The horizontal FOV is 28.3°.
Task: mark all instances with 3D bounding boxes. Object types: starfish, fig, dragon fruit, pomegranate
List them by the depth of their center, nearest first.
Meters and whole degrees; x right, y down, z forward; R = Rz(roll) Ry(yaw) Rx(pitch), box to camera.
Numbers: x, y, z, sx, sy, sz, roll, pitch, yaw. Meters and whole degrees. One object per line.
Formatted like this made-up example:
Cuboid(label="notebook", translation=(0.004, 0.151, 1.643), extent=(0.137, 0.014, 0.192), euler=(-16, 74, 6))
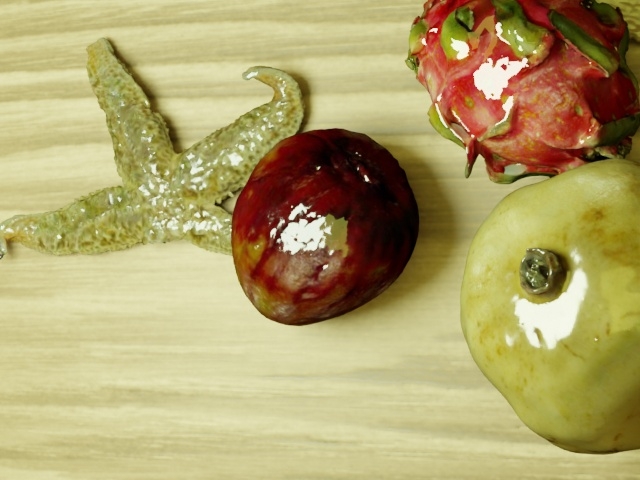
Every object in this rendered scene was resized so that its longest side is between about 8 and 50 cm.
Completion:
Cuboid(label="pomegranate", translation=(0.319, 0.074, 1.417), extent=(0.333, 0.332, 0.332), euler=(-1, 86, 17))
Cuboid(label="dragon fruit", translation=(0.246, -0.195, 1.502), extent=(0.303, 0.237, 0.231), euler=(34, 121, 5))
Cuboid(label="fig", translation=(0.002, -0.009, 1.573), extent=(0.224, 0.224, 0.263), euler=(37, 95, 16))
Cuboid(label="starfish", translation=(-0.239, -0.114, 1.722), extent=(0.432, 0.082, 0.324), euler=(6, 92, 20))

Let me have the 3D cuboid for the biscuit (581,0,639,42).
Cuboid(label="biscuit", translation=(0.365, -0.335, 1.573), extent=(0.250, 0.030, 0.160), euler=(20, 92, 17))
